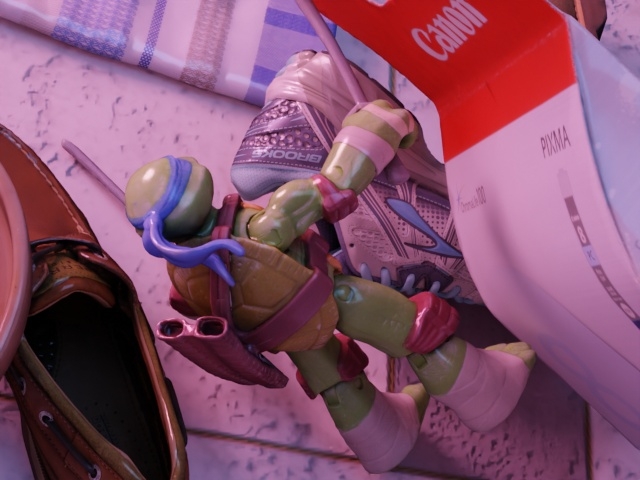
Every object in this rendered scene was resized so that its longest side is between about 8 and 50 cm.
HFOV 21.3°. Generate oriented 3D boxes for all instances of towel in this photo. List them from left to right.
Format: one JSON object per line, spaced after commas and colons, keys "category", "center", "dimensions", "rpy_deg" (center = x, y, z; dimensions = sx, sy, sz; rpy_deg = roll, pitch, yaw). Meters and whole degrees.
{"category": "towel", "center": [-0.115, -0.213, 1.241], "dimensions": [0.285, 0.034, 0.209], "rpy_deg": [19, 57, -13]}

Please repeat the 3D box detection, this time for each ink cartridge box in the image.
{"category": "ink cartridge box", "center": [0.119, -0.026, 0.969], "dimensions": [0.385, 0.308, 0.091], "rpy_deg": [40, 82, -3]}

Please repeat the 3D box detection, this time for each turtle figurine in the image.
{"category": "turtle figurine", "center": [0.000, 0.000, 1.057], "dimensions": [0.266, 0.198, 0.275], "rpy_deg": [44, 7, -23]}

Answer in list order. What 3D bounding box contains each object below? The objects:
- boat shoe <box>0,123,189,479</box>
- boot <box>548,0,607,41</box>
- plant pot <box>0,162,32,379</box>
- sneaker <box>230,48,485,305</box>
{"category": "boat shoe", "center": [-0.155, 0.038, 1.032], "dimensions": [0.110, 0.104, 0.307], "rpy_deg": [-21, 71, -31]}
{"category": "boot", "center": [0.156, -0.099, 1.244], "dimensions": [0.115, 0.112, 0.305], "rpy_deg": [4, 44, -7]}
{"category": "plant pot", "center": [-0.278, 0.036, 0.960], "dimensions": [0.237, 0.110, 0.237], "rpy_deg": [1, 64, -3]}
{"category": "sneaker", "center": [0.060, 0.001, 1.167], "dimensions": [0.283, 0.110, 0.122], "rpy_deg": [37, 77, -3]}
